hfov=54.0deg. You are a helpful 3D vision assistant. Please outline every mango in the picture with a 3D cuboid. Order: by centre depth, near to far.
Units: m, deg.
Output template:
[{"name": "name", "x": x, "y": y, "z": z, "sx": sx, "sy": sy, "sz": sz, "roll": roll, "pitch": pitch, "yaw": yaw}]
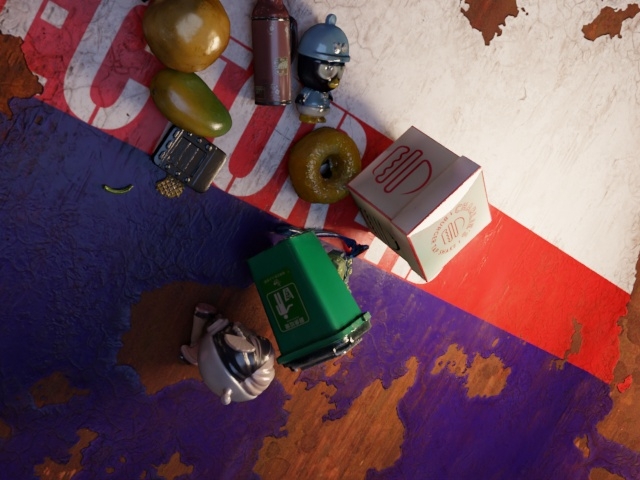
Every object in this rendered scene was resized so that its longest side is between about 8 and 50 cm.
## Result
[{"name": "mango", "x": -0.352, "y": -0.369, "z": 1.721, "sx": 0.251, "sy": 0.114, "sz": 0.156, "roll": 42, "pitch": 43, "yaw": -34}]

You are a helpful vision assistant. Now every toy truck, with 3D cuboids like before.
[{"name": "toy truck", "x": 0.040, "y": 0.130, "z": 2.072, "sx": 0.116, "sy": 0.085, "sz": 0.191, "roll": -33, "pitch": 134, "yaw": -46}]

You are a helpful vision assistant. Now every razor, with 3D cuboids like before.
[{"name": "razor", "x": 0.001, "y": -0.011, "z": 2.065, "sx": 0.324, "sy": 0.093, "sz": 0.056, "roll": 14, "pitch": 61, "yaw": -25}]

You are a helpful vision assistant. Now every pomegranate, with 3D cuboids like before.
[{"name": "pomegranate", "x": -0.337, "y": -0.541, "z": 1.610, "sx": 0.233, "sy": 0.233, "sz": 0.233, "roll": -8, "pitch": 111, "yaw": -23}]

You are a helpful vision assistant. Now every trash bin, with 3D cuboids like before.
[{"name": "trash bin", "x": -0.034, "y": 0.171, "z": 1.915, "sx": 0.259, "sy": 0.295, "sz": 0.381, "roll": -26, "pitch": 88, "yaw": 26}]

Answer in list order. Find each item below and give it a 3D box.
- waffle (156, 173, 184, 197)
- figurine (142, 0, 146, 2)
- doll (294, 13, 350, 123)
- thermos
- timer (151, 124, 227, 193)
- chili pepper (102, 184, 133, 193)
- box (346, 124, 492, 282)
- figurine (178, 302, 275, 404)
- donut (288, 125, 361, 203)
[{"name": "waffle", "x": -0.429, "y": -0.164, "z": 1.820, "sx": 0.078, "sy": 0.016, "sz": 0.085, "roll": 33, "pitch": 92, "yaw": -35}, {"name": "figurine", "x": -0.397, "y": -0.697, "z": 1.610, "sx": 0.196, "sy": 0.114, "sz": 0.108, "roll": -34, "pitch": 143, "yaw": 0}, {"name": "doll", "x": 0.004, "y": -0.501, "z": 1.842, "sx": 0.177, "sy": 0.141, "sz": 0.313, "roll": -17, "pitch": 124, "yaw": -48}, {"name": "thermos", "x": -0.125, "y": -0.554, "z": 1.775, "sx": 0.136, "sy": 0.109, "sz": 0.330, "roll": -4, "pitch": 109, "yaw": -10}, {"name": "timer", "x": -0.376, "y": -0.238, "z": 1.801, "sx": 0.187, "sy": 0.055, "sz": 0.144, "roll": 35, "pitch": 86, "yaw": -35}, {"name": "chili pepper", "x": -0.568, "y": -0.145, "z": 1.759, "sx": 0.083, "sy": 0.017, "sz": 0.030, "roll": 4, "pitch": 104, "yaw": -26}, {"name": "box", "x": 0.315, "y": -0.116, "z": 1.984, "sx": 0.312, "sy": 0.300, "sz": 0.314, "roll": -43, "pitch": 145, "yaw": -7}, {"name": "figurine", "x": -0.270, "y": 0.350, "z": 1.883, "sx": 0.253, "sy": 0.361, "sz": 0.211, "roll": 36, "pitch": 80, "yaw": -31}, {"name": "donut", "x": 0.018, "y": -0.232, "z": 1.965, "sx": 0.254, "sy": 0.118, "sz": 0.253, "roll": -8, "pitch": 103, "yaw": -37}]
